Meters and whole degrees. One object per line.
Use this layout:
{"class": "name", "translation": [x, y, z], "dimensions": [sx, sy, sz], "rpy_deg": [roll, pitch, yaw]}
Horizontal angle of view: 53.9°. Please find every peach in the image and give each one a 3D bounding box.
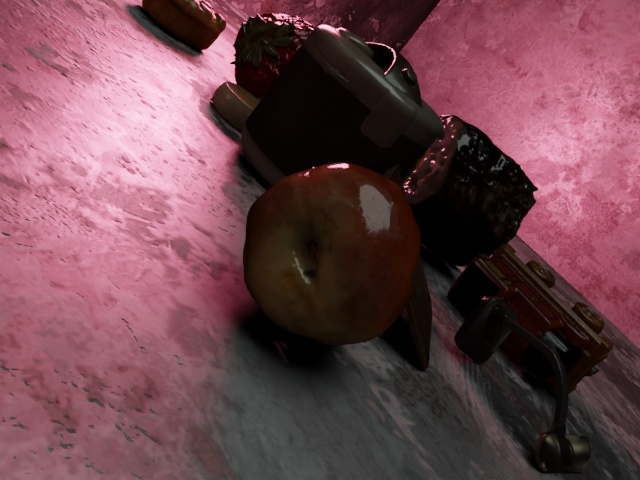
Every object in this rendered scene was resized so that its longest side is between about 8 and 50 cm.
{"class": "peach", "translation": [0.014, 0.020, 0.752], "dimensions": [0.214, 0.214, 0.235], "rpy_deg": [44, -1, 16]}

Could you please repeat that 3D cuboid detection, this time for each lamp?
{"class": "lamp", "translation": [0.361, 0.241, 1.052], "dimensions": [0.203, 0.124, 0.283], "rpy_deg": [37, 17, -44]}

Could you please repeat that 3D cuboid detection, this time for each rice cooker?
{"class": "rice cooker", "translation": [0.050, -0.227, 1.218], "dimensions": [0.335, 0.325, 0.335], "rpy_deg": [35, 18, -13]}

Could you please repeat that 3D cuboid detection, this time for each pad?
{"class": "pad", "translation": [0.143, 0.028, 1.023], "dimensions": [0.284, 0.018, 0.286], "rpy_deg": [-49, 126, -73]}

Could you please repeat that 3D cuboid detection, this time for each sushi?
{"class": "sushi", "translation": [0.325, -0.111, 1.544], "dimensions": [0.294, 0.299, 0.281], "rpy_deg": [34, -1, -26]}

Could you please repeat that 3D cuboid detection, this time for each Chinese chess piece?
{"class": "Chinese chess piece", "translation": [-0.167, -0.281, 1.363], "dimensions": [0.144, 0.058, 0.144], "rpy_deg": [37, 17, -14]}

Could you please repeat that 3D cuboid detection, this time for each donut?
{"class": "donut", "translation": [-0.367, -0.613, 1.685], "dimensions": [0.226, 0.114, 0.226], "rpy_deg": [35, 18, -13]}

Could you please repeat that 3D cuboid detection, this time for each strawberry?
{"class": "strawberry", "translation": [-0.096, -0.439, 1.626], "dimensions": [0.257, 0.257, 0.277], "rpy_deg": [49, -2, 27]}

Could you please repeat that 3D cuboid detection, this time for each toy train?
{"class": "toy train", "translation": [0.430, 0.154, 1.349], "dimensions": [0.231, 0.163, 0.369], "rpy_deg": [4, 38, -42]}

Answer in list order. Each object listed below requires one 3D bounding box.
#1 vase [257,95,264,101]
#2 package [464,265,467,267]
{"class": "vase", "translation": [-0.075, -0.289, 1.523], "dimensions": [0.096, 0.096, 0.219], "rpy_deg": [48, 22, 25]}
{"class": "package", "translation": [0.354, 0.047, 1.675], "dimensions": [0.059, 0.029, 0.083], "rpy_deg": [19, 15, -33]}
